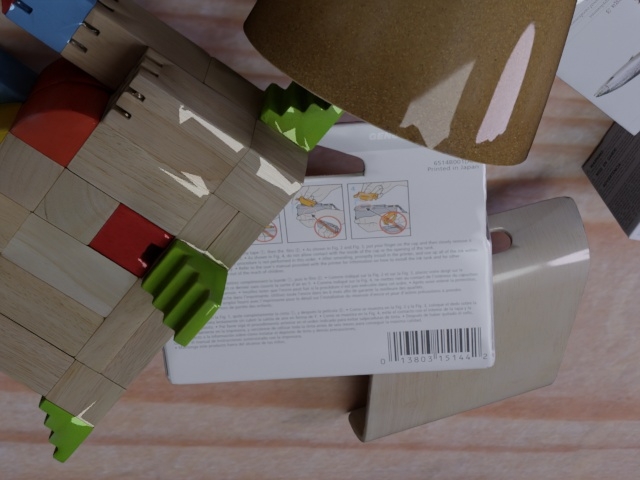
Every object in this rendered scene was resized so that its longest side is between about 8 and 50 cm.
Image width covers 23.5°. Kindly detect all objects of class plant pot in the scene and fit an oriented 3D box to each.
[{"bbox_3d":[0.101,-0.220,1.121,0.237,0.237,0.254,11,115,-35],"label":"plant pot"}]

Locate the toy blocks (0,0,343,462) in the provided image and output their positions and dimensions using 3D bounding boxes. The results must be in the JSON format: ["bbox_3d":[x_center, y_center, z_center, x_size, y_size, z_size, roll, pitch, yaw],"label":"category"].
[{"bbox_3d":[-0.197,-0.039,1.171,0.261,0.191,0.381,33,118,-15],"label":"toy blocks"}]

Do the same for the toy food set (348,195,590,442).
[{"bbox_3d":[0.138,0.083,1.562,0.220,0.092,0.306,-15,147,-12],"label":"toy food set"}]

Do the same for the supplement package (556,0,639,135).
[{"bbox_3d":[0.234,-0.187,1.293,0.105,0.105,0.179,-44,137,18],"label":"supplement package"}]

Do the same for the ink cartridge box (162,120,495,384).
[{"bbox_3d":[0.000,0.000,1.338,0.296,0.066,0.261,-3,122,3],"label":"ink cartridge box"}]

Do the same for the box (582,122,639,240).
[{"bbox_3d":[0.379,-0.062,1.501,0.203,0.103,0.114,8,130,-33],"label":"box"}]
